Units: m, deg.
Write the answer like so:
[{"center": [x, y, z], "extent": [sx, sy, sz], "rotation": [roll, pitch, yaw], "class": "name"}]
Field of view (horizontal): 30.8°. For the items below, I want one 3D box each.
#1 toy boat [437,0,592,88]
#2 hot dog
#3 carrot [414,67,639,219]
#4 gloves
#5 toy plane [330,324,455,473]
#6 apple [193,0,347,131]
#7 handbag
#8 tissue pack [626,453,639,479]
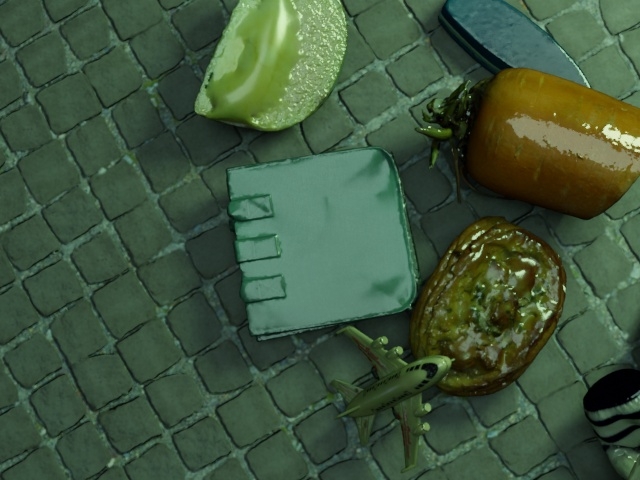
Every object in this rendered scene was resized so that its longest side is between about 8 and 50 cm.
[{"center": [0.316, -0.290, 1.799], "extent": [0.299, 0.062, 0.096], "rotation": [38, 85, 9], "class": "toy boat"}, {"center": [0.243, 0.100, 1.717], "extent": [0.196, 0.122, 0.272], "rotation": [34, 83, -1], "class": "hot dog"}, {"center": [0.311, -0.149, 1.715], "extent": [0.331, 0.214, 0.193], "rotation": [21, 57, 4], "class": "carrot"}, {"center": [0.481, 0.295, 1.680], "extent": [0.140, 0.131, 0.218], "rotation": [-39, 111, -4], "class": "gloves"}, {"center": [0.110, 0.213, 1.681], "extent": [0.244, 0.092, 0.229], "rotation": [-34, 77, 41], "class": "toy plane"}, {"center": [-0.065, -0.280, 1.802], "extent": [0.193, 0.120, 0.265], "rotation": [22, 86, -5], "class": "apple"}, {"center": [0.002, 0.000, 1.766], "extent": [0.274, 0.100, 0.268], "rotation": [-13, 84, 3], "class": "handbag"}, {"center": [0.533, 0.432, 1.563], "extent": [0.376, 0.195, 0.390], "rotation": [18, 94, -31], "class": "tissue pack"}]
